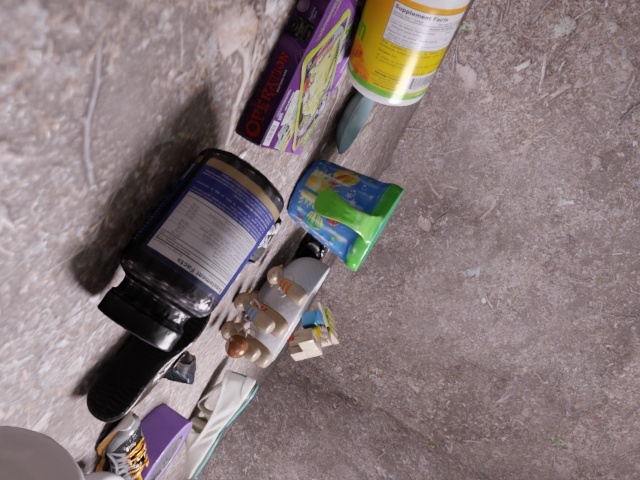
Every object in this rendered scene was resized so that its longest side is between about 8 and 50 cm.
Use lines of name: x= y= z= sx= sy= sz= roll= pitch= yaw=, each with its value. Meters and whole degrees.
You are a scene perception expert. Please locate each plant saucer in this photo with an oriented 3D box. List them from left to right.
plant saucer: x=0.082 y=-0.310 z=1.114 sx=0.195 sy=0.037 sz=0.195 roll=-57 pitch=172 yaw=-13

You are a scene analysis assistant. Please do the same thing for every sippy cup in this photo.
sippy cup: x=0.051 y=-0.079 z=1.097 sx=0.240 sy=0.224 sz=0.305 roll=-56 pitch=172 yaw=-28

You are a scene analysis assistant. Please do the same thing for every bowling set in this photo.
bowling set: x=-0.181 y=0.196 z=1.110 sx=0.200 sy=0.154 sz=0.287 roll=-3 pitch=127 yaw=-59

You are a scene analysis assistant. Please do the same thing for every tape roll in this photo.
tape roll: x=-0.376 y=0.469 z=0.991 sx=0.189 sy=0.080 sz=0.189 roll=-58 pitch=172 yaw=-13

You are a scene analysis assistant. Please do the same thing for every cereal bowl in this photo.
cereal bowl: x=-0.114 y=0.188 z=1.357 sx=0.339 sy=0.141 sz=0.339 roll=-59 pitch=175 yaw=-9

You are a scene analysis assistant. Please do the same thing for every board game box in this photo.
board game box: x=0.006 y=-0.293 z=0.655 sx=0.347 sy=0.056 sz=0.208 roll=-61 pitch=168 yaw=12

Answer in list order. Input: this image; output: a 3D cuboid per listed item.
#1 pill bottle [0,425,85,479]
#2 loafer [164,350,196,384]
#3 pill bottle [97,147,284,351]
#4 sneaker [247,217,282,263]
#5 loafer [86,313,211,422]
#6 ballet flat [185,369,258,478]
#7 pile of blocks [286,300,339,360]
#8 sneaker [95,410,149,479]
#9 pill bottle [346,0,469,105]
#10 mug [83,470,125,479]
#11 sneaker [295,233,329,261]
pill bottle: x=-0.322 y=0.331 z=0.426 sx=0.176 sy=0.176 sz=0.319 roll=-50 pitch=168 yaw=-52
loafer: x=-0.279 y=0.242 z=0.871 sx=0.170 sy=0.062 sz=0.061 roll=111 pitch=-11 yaw=-68
pill bottle: x=-0.149 y=0.010 z=0.521 sx=0.219 sy=0.122 sz=0.123 roll=-57 pitch=172 yaw=-15
sneaker: x=-0.132 y=0.001 z=0.767 sx=0.106 sy=0.078 sz=0.234 roll=-63 pitch=174 yaw=9
loafer: x=-0.255 y=0.169 z=0.673 sx=0.220 sy=0.080 sz=0.078 roll=-48 pitch=178 yaw=-32
ballet flat: x=-0.346 y=0.568 z=1.409 sx=0.400 sy=0.139 sz=0.139 roll=-56 pitch=173 yaw=12
pile of blocks: x=-0.039 y=0.273 z=1.370 sx=0.112 sy=0.149 sz=0.362 roll=-16 pitch=171 yaw=10
sneaker: x=-0.356 y=0.397 z=0.827 sx=0.084 sy=0.083 sz=0.215 roll=-47 pitch=164 yaw=-53
pill bottle: x=0.132 y=-0.331 z=0.635 sx=0.136 sy=0.136 sz=0.246 roll=-54 pitch=171 yaw=-36
mug: x=-0.390 y=0.563 z=0.688 sx=0.328 sy=0.276 sz=0.374 roll=51 pitch=45 yaw=-71
sneaker: x=0.000 y=0.000 z=1.558 sx=0.276 sy=0.097 sz=0.135 roll=-58 pitch=175 yaw=-2
